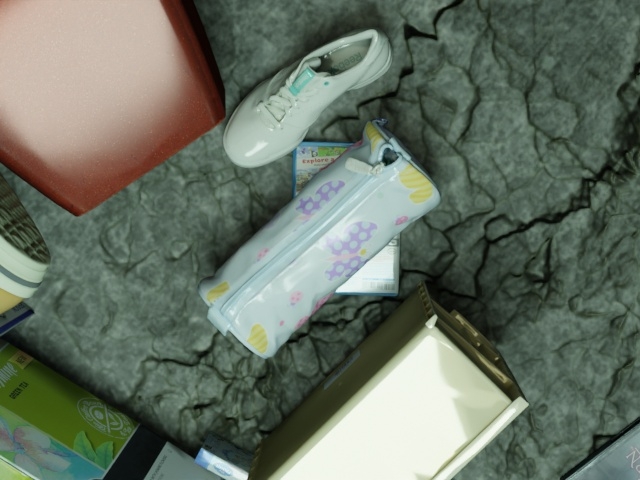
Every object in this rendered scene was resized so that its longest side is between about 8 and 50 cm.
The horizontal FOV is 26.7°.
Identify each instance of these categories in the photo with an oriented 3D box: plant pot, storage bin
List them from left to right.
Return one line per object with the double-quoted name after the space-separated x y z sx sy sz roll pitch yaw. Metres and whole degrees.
-0.235 -0.181 1.361 0.267 0.267 0.235 -33 105 5 "plant pot"
0.060 0.185 1.371 0.123 0.260 0.262 44 96 -3 "storage bin"

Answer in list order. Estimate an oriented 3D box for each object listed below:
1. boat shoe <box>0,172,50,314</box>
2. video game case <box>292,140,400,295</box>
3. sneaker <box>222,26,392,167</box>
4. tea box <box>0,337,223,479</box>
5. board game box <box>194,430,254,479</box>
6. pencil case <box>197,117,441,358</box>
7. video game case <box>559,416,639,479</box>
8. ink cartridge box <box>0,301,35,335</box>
-0.421 -0.082 1.296 0.156 0.187 0.500 -44 51 5 "boat shoe"
0.028 -0.024 1.475 0.119 0.015 0.166 2 96 3 "video game case"
-0.021 -0.159 1.420 0.212 0.094 0.080 -38 85 3 "sneaker"
-0.333 0.325 1.395 0.323 0.220 0.329 33 107 -2 "tea box"
-0.089 0.244 1.467 0.090 0.090 0.020 28 94 0 "board game box"
0.000 0.000 1.409 0.273 0.124 0.113 -43 92 7 "pencil case"
0.431 0.255 1.481 0.274 0.026 0.196 -39 93 4 "video game case"
-0.460 -0.002 1.422 0.333 0.165 0.065 43 97 -1 "ink cartridge box"
